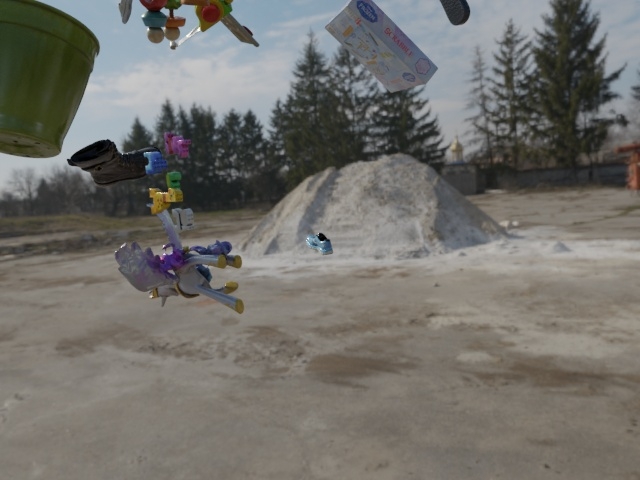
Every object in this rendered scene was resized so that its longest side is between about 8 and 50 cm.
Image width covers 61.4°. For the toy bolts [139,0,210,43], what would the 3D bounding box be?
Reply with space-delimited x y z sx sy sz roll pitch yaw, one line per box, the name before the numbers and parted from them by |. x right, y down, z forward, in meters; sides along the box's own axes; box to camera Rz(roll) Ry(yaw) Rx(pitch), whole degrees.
toy bolts | -0.511 -0.766 1.870 0.218 0.159 0.228 15 27 20

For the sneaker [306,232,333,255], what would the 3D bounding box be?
sneaker | 0.000 0.000 2.057 0.063 0.073 0.162 -12 22 -30

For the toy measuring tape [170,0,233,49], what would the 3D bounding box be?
toy measuring tape | -0.477 -0.861 2.067 0.330 0.121 0.121 -26 -2 18

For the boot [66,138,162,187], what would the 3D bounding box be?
boot | -0.640 -0.260 1.709 0.262 0.091 0.229 -28 -9 -13

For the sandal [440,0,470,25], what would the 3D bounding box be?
sandal | 0.391 -0.775 1.638 0.054 0.255 0.097 -20 0 -26

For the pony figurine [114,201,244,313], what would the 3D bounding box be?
pony figurine | -0.435 0.082 1.686 0.363 0.351 0.303 0 37 20

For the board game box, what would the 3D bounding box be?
board game box | 0.177 -0.599 1.667 0.318 0.066 0.318 40 1 -16

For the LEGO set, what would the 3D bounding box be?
LEGO set | -0.321 -0.121 1.180 0.093 0.227 0.087 3 13 38

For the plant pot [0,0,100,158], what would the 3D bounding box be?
plant pot | -0.845 -0.435 1.535 0.366 0.353 0.366 3 -11 1

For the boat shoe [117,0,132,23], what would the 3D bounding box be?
boat shoe | -0.593 -0.703 1.626 0.035 0.035 0.100 27 -40 -7

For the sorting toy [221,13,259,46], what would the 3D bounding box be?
sorting toy | -0.401 -0.958 2.303 0.307 0.041 0.229 38 3 -40
